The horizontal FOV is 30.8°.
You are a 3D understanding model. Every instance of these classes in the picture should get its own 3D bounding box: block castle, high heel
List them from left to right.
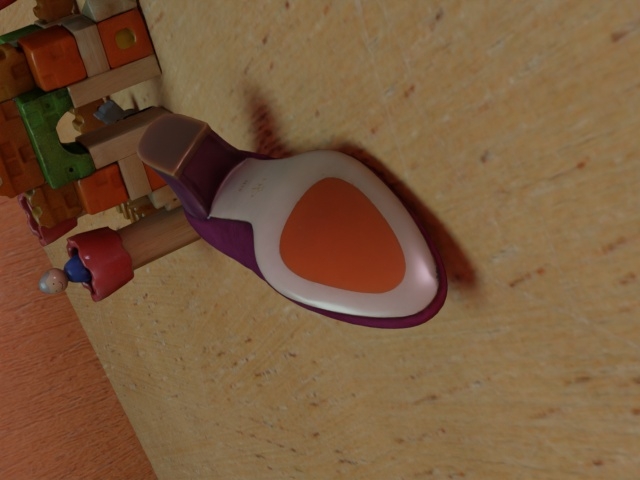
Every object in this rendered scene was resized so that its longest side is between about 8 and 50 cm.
[{"bbox_3d":[-0.334,-0.170,1.392,0.303,0.212,0.453,33,144,53],"label":"block castle"},{"bbox_3d":[0.000,0.000,1.006,0.377,0.127,0.181,36,175,44],"label":"high heel"}]
